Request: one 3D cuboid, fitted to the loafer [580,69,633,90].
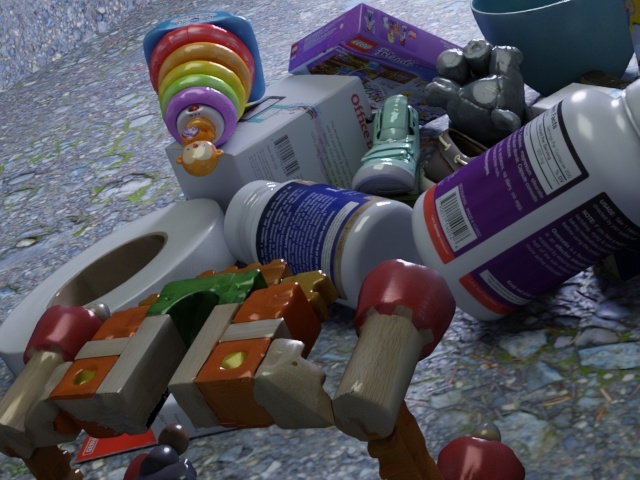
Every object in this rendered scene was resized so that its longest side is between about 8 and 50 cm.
[{"bbox_3d":[0.468,-0.222,1.891,0.056,0.050,0.148,-30,40,-11],"label":"loafer"}]

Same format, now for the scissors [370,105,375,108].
[{"bbox_3d":[0.079,-0.262,2.324,0.297,0.021,0.109,-13,26,13],"label":"scissors"}]

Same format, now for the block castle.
[{"bbox_3d":[-0.063,0.180,1.150,0.453,0.303,0.213,-8,33,27],"label":"block castle"}]

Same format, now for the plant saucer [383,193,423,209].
[{"bbox_3d":[0.081,-0.013,1.760,0.188,0.045,0.188,-5,29,33],"label":"plant saucer"}]

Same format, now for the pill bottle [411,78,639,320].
[{"bbox_3d":[0.276,-0.052,1.401,0.323,0.181,0.181,-34,16,28],"label":"pill bottle"}]

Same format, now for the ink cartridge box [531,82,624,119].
[{"bbox_3d":[0.389,-0.173,1.791,0.090,0.092,0.143,-29,26,-20],"label":"ink cartridge box"}]

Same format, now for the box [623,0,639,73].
[{"bbox_3d":[0.554,-0.208,1.499,0.177,0.279,0.290,-26,23,-12],"label":"box"}]

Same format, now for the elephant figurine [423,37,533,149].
[{"bbox_3d":[0.267,-0.189,1.886,0.169,0.239,0.186,9,61,24],"label":"elephant figurine"}]

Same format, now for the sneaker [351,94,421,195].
[{"bbox_3d":[0.096,-0.142,1.774,0.094,0.151,0.256,-2,0,10],"label":"sneaker"}]

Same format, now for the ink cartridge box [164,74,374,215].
[{"bbox_3d":[-0.059,-0.118,1.911,0.270,0.198,0.197,-35,27,-30],"label":"ink cartridge box"}]

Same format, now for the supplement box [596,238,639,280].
[{"bbox_3d":[0.379,-0.003,1.480,0.083,0.056,0.083,-25,24,-9],"label":"supplement box"}]

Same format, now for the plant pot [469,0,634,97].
[{"bbox_3d":[0.417,-0.350,2.018,0.290,0.195,0.290,-18,23,8],"label":"plant pot"}]

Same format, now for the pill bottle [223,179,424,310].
[{"bbox_3d":[0.000,0.000,1.631,0.265,0.153,0.153,16,42,43],"label":"pill bottle"}]

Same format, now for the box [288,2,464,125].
[{"bbox_3d":[0.123,-0.285,1.999,0.201,0.293,0.057,-19,59,53],"label":"box"}]

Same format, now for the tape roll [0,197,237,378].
[{"bbox_3d":[-0.298,0.072,1.777,0.392,0.072,0.392,-27,20,10],"label":"tape roll"}]

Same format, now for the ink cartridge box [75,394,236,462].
[{"bbox_3d":[-0.189,0.166,1.582,0.239,0.060,0.275,-14,25,13],"label":"ink cartridge box"}]

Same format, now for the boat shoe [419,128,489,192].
[{"bbox_3d":[0.238,-0.081,1.671,0.117,0.096,0.324,10,12,-22],"label":"boat shoe"}]

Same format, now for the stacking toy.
[{"bbox_3d":[-0.177,-0.194,1.776,0.175,0.165,0.301,-9,40,5],"label":"stacking toy"}]
